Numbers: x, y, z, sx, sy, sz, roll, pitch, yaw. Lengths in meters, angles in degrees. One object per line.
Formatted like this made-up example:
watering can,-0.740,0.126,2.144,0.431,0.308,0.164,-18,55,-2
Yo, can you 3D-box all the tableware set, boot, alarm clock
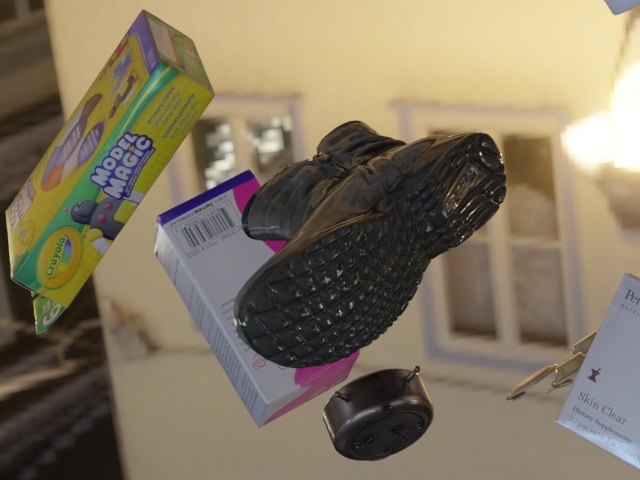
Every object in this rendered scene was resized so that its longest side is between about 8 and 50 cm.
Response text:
tableware set,0.272,0.121,1.990,0.168,0.020,0.141,-33,179,-25
boot,0.000,0.000,1.298,0.246,0.083,0.161,-37,-152,-33
alarm clock,0.073,0.224,2.311,0.129,0.192,0.064,-17,-121,-9

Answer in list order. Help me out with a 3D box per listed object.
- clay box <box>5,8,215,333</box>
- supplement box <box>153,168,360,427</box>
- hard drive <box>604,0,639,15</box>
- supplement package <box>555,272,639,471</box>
clay box,-0.164,-0.049,1.382,0.053,0.222,0.127,32,-166,-22
supplement box,-0.066,0.060,1.916,0.111,0.220,0.114,-27,166,-15
hard drive,0.212,-0.331,1.329,0.203,0.307,0.040,-28,-159,24
supplement package,0.372,0.148,1.607,0.262,0.145,0.204,29,-168,29
